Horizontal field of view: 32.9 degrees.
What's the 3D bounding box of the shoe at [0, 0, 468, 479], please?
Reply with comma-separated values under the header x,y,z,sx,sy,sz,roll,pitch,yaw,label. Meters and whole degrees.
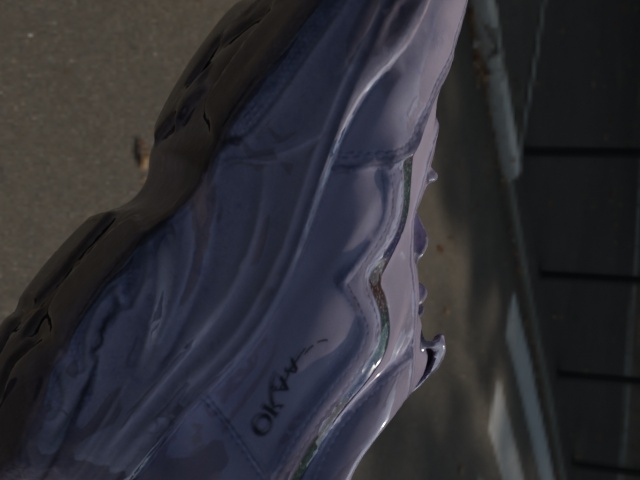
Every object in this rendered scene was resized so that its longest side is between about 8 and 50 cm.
x,y,z,sx,sy,sz,roll,pitch,yaw,label
0.000,0.000,0.374,0.138,0.095,0.245,40,76,-27,shoe
